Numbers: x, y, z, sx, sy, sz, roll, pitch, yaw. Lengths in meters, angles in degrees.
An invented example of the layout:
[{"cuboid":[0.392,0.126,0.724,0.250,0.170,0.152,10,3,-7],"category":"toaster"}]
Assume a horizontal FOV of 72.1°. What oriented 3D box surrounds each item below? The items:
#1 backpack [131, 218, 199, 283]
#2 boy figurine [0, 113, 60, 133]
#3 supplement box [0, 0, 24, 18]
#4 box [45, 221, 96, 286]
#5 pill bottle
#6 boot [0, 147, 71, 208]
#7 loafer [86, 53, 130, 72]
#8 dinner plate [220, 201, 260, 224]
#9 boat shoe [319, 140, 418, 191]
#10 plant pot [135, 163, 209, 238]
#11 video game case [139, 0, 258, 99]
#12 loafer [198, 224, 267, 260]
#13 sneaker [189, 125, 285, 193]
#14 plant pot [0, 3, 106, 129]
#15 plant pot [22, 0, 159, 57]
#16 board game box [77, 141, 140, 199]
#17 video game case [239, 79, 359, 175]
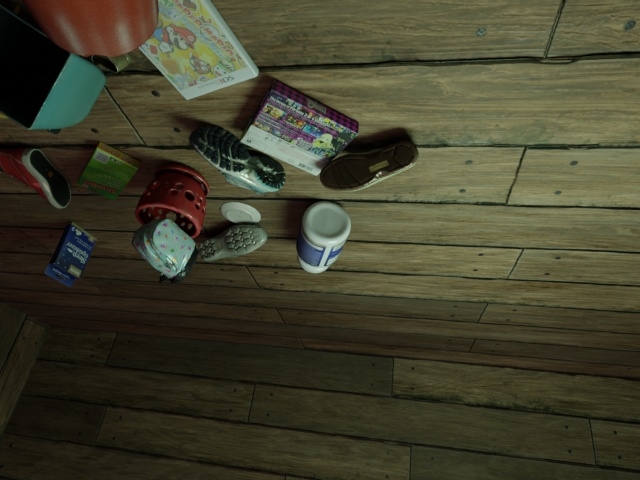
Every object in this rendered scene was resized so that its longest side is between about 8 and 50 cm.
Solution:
[{"cuboid":[-0.444,0.018,1.270,0.115,0.152,0.182,-17,129,28],"category":"backpack"},{"cuboid":[-0.802,-0.338,1.092,0.285,0.092,0.177,9,175,6],"category":"boy figurine"},{"cuboid":[-0.686,-0.415,0.954,0.104,0.081,0.188,11,151,-6],"category":"supplement box"},{"cuboid":[-0.978,0.056,1.732,0.036,0.225,0.136,-3,150,18],"category":"box"},{"cuboid":[0.000,0.000,1.446,0.153,0.153,0.265,11,151,-5],"category":"pill bottle"},{"cuboid":[-0.933,-0.201,1.408,0.176,0.088,0.244,4,143,8],"category":"boot"},{"cuboid":[-0.488,-0.410,0.942,0.148,0.050,0.056,18,150,-17],"category":"loafer"},{"cuboid":[-0.276,-0.086,1.507,0.141,0.017,0.141,5,150,3],"category":"dinner plate"},{"cuboid":[0.128,-0.185,1.132,0.257,0.095,0.095,-10,-174,22],"category":"boat shoe"},{"cuboid":[-0.434,-0.122,1.319,0.191,0.174,0.191,7,152,4],"category":"plant pot"},{"cuboid":[-0.275,-0.406,0.917,0.206,0.026,0.227,-7,147,26],"category":"video game case"},{"cuboid":[-0.311,0.005,1.607,0.319,0.112,0.111,-11,-178,34],"category":"loafer"},{"cuboid":[-0.240,-0.199,1.200,0.283,0.110,0.122,29,149,-33],"category":"sneaker"},{"cuboid":[-0.558,-0.331,0.897,0.165,0.166,0.234,33,-173,-6],"category":"plant pot"},{"cuboid":[-0.368,-0.444,0.656,0.272,0.273,0.265,12,159,-7],"category":"plant pot"},{"cuboid":[-0.666,-0.207,1.372,0.124,0.039,0.259,28,143,-30],"category":"board game box"},{"cuboid":[-0.056,-0.267,1.092,0.232,0.042,0.210,21,149,-22],"category":"video game case"}]
